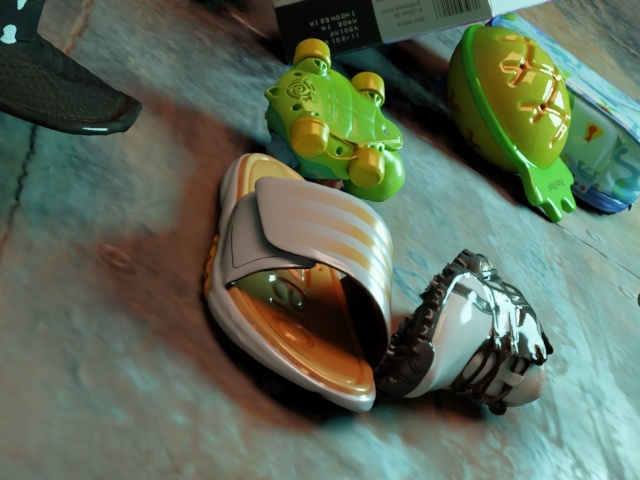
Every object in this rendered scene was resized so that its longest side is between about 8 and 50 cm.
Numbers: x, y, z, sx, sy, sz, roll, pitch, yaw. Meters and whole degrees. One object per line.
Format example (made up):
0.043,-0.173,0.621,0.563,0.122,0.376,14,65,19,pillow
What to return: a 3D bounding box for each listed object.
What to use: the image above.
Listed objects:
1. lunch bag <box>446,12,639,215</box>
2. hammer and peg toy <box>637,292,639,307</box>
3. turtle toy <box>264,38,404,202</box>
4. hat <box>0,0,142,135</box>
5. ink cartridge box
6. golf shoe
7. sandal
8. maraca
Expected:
0.233,-0.125,1.582,0.219,0.090,0.176,38,21,2,lunch bag
0.319,0.169,1.034,0.361,0.127,0.266,41,22,12,hammer and peg toy
0.011,-0.070,1.129,0.130,0.066,0.095,29,45,-29,turtle toy
-0.215,-0.188,0.854,0.331,0.134,0.331,30,6,-3,hat
0.104,-0.217,1.452,0.371,0.176,0.069,-36,113,-67,ink cartridge box
0.094,0.061,0.968,0.094,0.077,0.198,40,21,7,golf shoe
-0.009,-0.005,0.942,0.102,0.076,0.265,29,22,-21,sandal
0.172,-0.104,1.437,0.127,0.099,0.185,-27,90,-59,maraca
